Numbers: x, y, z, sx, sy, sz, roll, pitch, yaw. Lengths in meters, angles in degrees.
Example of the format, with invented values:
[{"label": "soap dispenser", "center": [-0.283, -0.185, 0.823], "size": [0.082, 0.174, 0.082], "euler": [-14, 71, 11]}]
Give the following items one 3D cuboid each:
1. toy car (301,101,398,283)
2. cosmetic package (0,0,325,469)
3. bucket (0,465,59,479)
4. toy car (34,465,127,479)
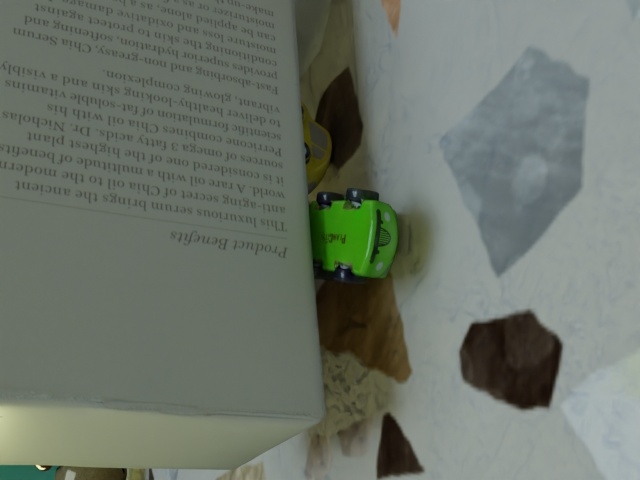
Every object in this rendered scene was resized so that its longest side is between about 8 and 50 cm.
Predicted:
[{"label": "toy car", "center": [0.000, 0.000, 0.640], "size": [0.225, 0.053, 0.239], "euler": [5, 86, 63]}, {"label": "cosmetic package", "center": [-0.144, -0.076, 0.634], "size": [0.161, 0.230, 0.453], "euler": [-44, 44, 53]}, {"label": "bucket", "center": [-0.413, 0.307, 1.212], "size": [0.281, 0.183, 0.281], "euler": [-36, 49, 56]}, {"label": "toy car", "center": [-0.260, 0.269, 1.031], "size": [0.188, 0.149, 0.155], "euler": [61, 147, 10]}]
